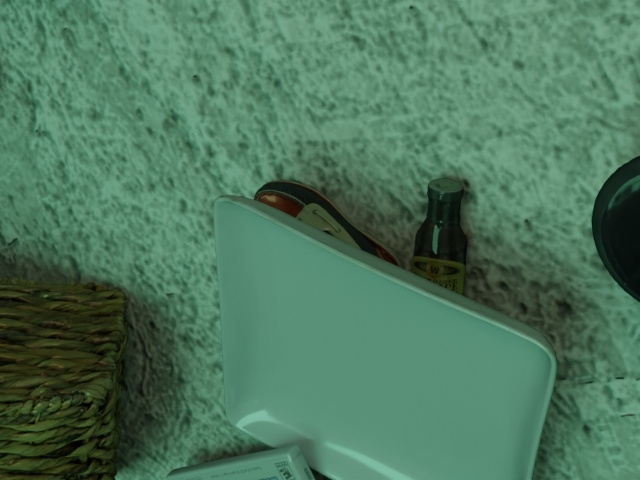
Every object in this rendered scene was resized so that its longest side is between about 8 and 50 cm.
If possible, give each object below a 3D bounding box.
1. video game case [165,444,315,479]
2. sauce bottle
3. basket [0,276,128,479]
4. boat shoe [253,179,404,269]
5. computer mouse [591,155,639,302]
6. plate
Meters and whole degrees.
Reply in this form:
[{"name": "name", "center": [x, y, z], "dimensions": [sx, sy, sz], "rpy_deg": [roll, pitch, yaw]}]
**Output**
[{"name": "video game case", "center": [-0.047, 0.249, 1.251], "dimensions": [0.157, 0.019, 0.143], "rpy_deg": [-18, 102, 41]}, {"name": "sauce bottle", "center": [0.087, 0.017, 1.085], "dimensions": [0.042, 0.042, 0.128], "rpy_deg": [14, 119, 27]}, {"name": "basket", "center": [-0.318, 0.167, 1.237], "dimensions": [0.299, 0.213, 0.223], "rpy_deg": [7, 119, -7]}, {"name": "boat shoe", "center": [0.000, 0.000, 1.131], "dimensions": [0.137, 0.043, 0.049], "rpy_deg": [35, 127, 16]}, {"name": "computer mouse", "center": [0.303, 0.023, 0.941], "dimensions": [0.272, 0.072, 0.188], "rpy_deg": [29, 122, 3]}, {"name": "plate", "center": [0.047, 0.102, 1.107], "dimensions": [0.277, 0.045, 0.278], "rpy_deg": [25, 141, 22]}]
